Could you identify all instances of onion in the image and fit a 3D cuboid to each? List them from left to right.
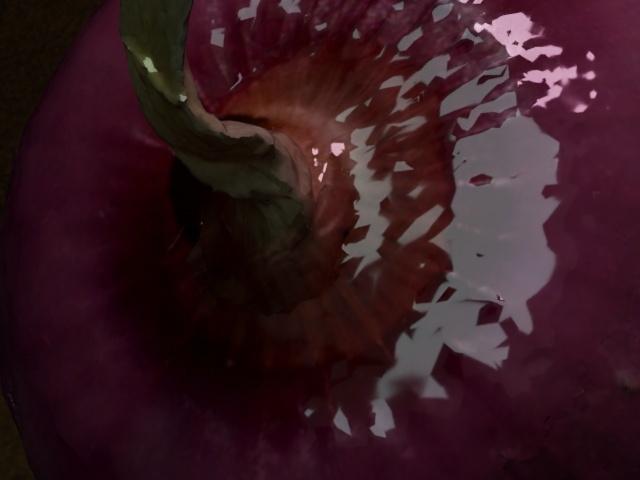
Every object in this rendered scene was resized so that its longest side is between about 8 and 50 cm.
[{"bbox_3d":[0.009,0.018,0.836,0.358,0.345,0.358,4,96,47],"label":"onion"}]
